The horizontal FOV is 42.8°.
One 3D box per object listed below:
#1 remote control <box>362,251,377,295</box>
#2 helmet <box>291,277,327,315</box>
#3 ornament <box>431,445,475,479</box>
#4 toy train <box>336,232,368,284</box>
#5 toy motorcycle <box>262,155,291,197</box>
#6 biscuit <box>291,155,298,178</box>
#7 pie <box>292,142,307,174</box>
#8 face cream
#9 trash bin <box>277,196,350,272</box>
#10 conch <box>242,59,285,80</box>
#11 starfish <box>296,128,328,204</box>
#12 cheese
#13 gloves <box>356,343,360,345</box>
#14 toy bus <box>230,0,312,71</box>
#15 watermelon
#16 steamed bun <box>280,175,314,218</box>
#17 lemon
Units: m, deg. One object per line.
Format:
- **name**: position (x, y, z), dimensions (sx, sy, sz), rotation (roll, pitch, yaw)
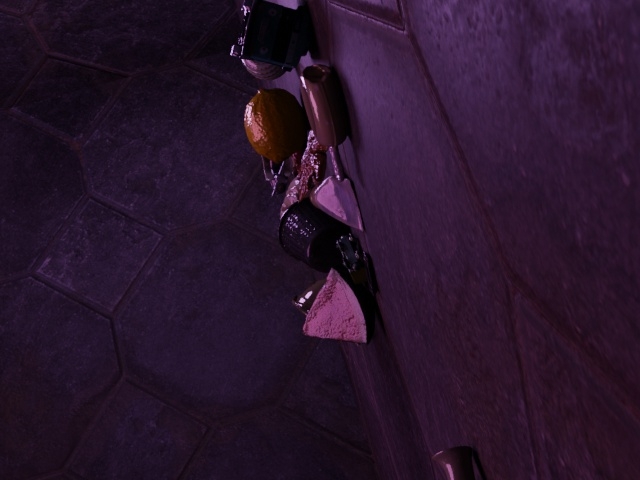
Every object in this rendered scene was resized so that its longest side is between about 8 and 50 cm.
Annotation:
- **remote control**: position (0.107, 0.070, 1.743), dimensions (0.039, 0.014, 0.096), rotation (-115, 11, -67)
- **helmet**: position (0.044, 0.166, 2.152), dimensions (0.204, 0.137, 0.257), rotation (34, 177, 10)
- **ornament**: position (0.204, 0.374, 1.148), dimensions (0.074, 0.081, 0.156), rotation (71, -175, -62)
- **toy train**: position (0.075, 0.040, 1.849), dimensions (0.122, 0.050, 0.081), rotation (-109, -7, -53)
- **toy motorcycle**: position (-0.137, -0.259, 2.493), dimensions (0.157, 0.091, 0.263), rotation (-107, 10, -68)
- **biscuit**: position (-0.072, -0.246, 2.614), dimensions (0.138, 0.031, 0.204), rotation (55, -159, -49)
- **pie**: position (-0.062, -0.270, 2.459), dimensions (0.182, 0.050, 0.182), rotation (-17, -90, -87)
- **face cream**: position (0.044, -0.088, 1.773), dimensions (0.224, 0.070, 0.114), rotation (-158, 49, -69)
- **trash bin**: position (0.000, 0.000, 2.018), dimensions (0.161, 0.176, 0.175), rotation (-134, 26, -57)
- **conch**: position (-0.149, -0.505, 2.166), dimensions (0.200, 0.131, 0.172), rotation (140, 113, -85)
- **starfish**: position (-0.017, -0.195, 1.842), dimensions (0.227, 0.043, 0.240), rotation (122, 161, -44)
- **cheese**: position (0.016, -0.214, 1.533), dimensions (0.137, 0.065, 0.227), rotation (-109, 4, -59)
- **gloves**: position (0.106, 0.282, 2.415), dimensions (0.081, 0.038, 0.044), rotation (63, -148, -49)
- **toy bus**: position (-0.102, -0.425, 1.692), dimensions (0.256, 0.147, 0.128), rotation (-123, 46, -75)
- **watermelon**: position (0.061, 0.168, 1.919), dimensions (0.202, 0.136, 0.207), rotation (-47, 57, 43)
- **steamed bun**: position (-0.049, -0.078, 2.373), dimensions (0.211, 0.144, 0.217), rotation (152, 102, -87)
- **lemon**: position (-0.124, -0.320, 2.253), dimensions (0.193, 0.181, 0.180), rotation (52, 175, 2)
